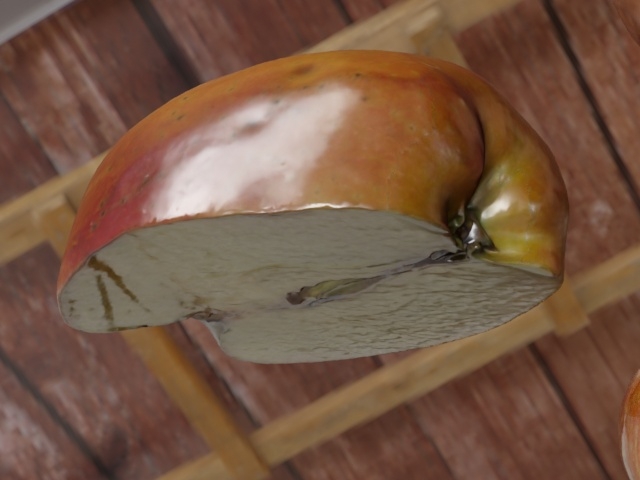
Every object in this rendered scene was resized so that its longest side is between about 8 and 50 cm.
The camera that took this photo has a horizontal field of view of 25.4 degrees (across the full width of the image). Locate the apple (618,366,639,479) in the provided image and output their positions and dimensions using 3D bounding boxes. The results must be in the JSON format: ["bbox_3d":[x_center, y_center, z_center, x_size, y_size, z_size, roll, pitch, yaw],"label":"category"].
[{"bbox_3d":[0.281,0.142,1.000,0.146,0.146,0.130,42,-122,-81],"label":"apple"}]

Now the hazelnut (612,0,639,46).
[{"bbox_3d":[0.292,-0.181,0.828,0.261,0.261,0.241,59,-157,-16],"label":"hazelnut"}]

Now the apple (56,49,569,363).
[{"bbox_3d":[0.000,0.000,1.071,0.329,0.365,0.295,-41,-74,-46],"label":"apple"}]
